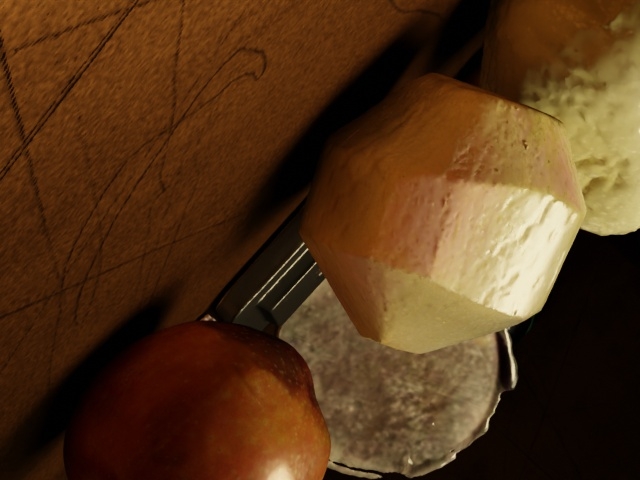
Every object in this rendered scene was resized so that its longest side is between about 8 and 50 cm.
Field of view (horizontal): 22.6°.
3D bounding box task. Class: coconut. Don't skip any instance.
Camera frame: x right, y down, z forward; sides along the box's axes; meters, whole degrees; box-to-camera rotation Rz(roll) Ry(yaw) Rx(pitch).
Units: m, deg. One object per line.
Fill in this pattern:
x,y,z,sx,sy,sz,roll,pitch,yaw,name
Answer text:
0.103,-0.019,1.430,0.259,0.259,0.259,-48,173,-7,coconut

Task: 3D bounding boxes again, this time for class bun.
0.280,-0.190,1.597,0.352,0.227,0.349,-28,136,-58,bun

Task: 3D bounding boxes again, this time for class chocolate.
0.075,0.127,2.012,0.303,0.303,0.213,-49,-166,7,chocolate

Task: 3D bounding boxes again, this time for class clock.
0.001,0.001,1.702,0.279,0.049,0.273,-48,174,-4,clock

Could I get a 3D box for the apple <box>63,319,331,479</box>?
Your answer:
-0.096,0.175,1.345,0.230,0.230,0.230,-48,173,-7,apple

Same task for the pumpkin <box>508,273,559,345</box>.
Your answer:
0.194,0.072,2.447,0.363,0.266,0.363,-48,177,-3,pumpkin

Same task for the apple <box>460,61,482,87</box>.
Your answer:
0.228,-0.134,1.892,0.207,0.174,0.188,-37,147,-50,apple

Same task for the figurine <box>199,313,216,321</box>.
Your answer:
-0.132,0.179,1.576,0.175,0.116,0.240,-45,172,-30,figurine
